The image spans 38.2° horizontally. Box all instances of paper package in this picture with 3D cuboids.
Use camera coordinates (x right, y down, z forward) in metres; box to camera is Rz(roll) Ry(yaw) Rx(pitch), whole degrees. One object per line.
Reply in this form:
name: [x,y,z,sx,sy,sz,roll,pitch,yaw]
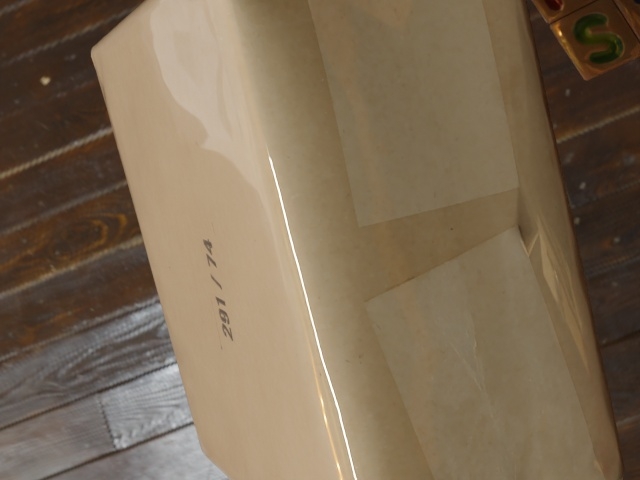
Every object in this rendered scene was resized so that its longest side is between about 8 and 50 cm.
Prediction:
paper package: [0.000,0.000,0.572,0.168,0.309,0.325,-18,99,-23]

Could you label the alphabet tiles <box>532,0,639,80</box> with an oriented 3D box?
alphabet tiles: [0.235,-0.249,0.612,0.343,0.285,0.011,51,51,-16]
